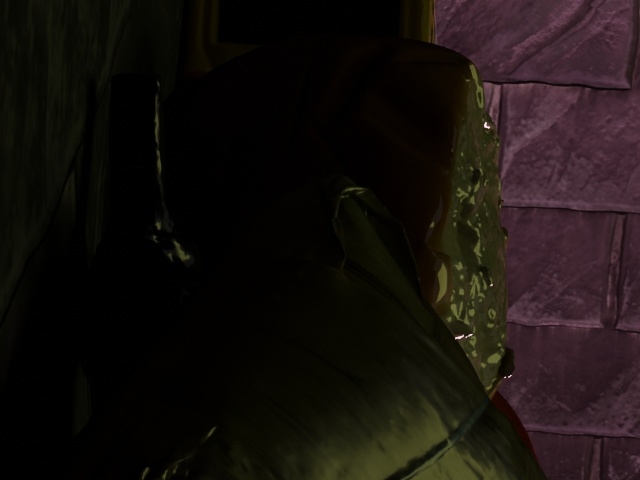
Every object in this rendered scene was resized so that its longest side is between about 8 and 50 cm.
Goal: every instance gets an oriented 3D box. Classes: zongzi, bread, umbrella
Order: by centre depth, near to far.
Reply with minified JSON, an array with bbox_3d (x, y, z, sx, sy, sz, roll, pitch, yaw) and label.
[{"bbox_3d":[0.016,0.194,1.097,0.360,0.160,0.323,52,51,-17],"label":"zongzi"},{"bbox_3d":[-0.108,0.067,1.195,0.118,0.118,0.340,58,29,-82],"label":"umbrella"},{"bbox_3d":[0.000,0.000,1.388,0.225,0.250,0.279,64,26,-46],"label":"bread"}]

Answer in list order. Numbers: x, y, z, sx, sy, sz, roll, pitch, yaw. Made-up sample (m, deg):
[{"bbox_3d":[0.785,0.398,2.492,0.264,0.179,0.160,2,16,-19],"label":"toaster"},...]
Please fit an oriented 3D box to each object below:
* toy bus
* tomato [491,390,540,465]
[{"bbox_3d":[0.004,-0.077,1.745,0.440,0.209,0.249,71,21,-74],"label":"toy bus"},{"bbox_3d":[0.018,0.225,1.556,0.341,0.273,0.341,-158,-90,-77],"label":"tomato"}]
